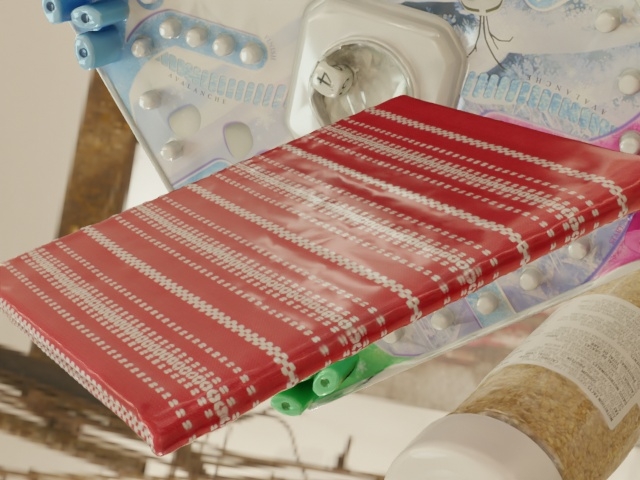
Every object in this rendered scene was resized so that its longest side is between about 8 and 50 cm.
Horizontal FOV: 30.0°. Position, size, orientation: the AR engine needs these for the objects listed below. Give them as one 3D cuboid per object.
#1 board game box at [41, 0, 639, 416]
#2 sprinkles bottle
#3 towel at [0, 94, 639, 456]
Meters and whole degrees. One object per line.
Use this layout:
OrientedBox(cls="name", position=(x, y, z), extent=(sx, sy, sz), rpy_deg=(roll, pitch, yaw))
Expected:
OrientedBox(cls="board game box", position=(0.029, -0.101, 0.832), extent=(0.390, 0.390, 0.050), rpy_deg=(60, -150, -4))
OrientedBox(cls="sprinkles bottle", position=(0.185, 0.126, 0.903), extent=(0.355, 0.121, 0.121), rpy_deg=(-32, -42, -49))
OrientedBox(cls="towel", position=(0.000, 0.000, 0.557), extent=(0.199, 0.275, 0.031), rpy_deg=(24, 132, 52))
